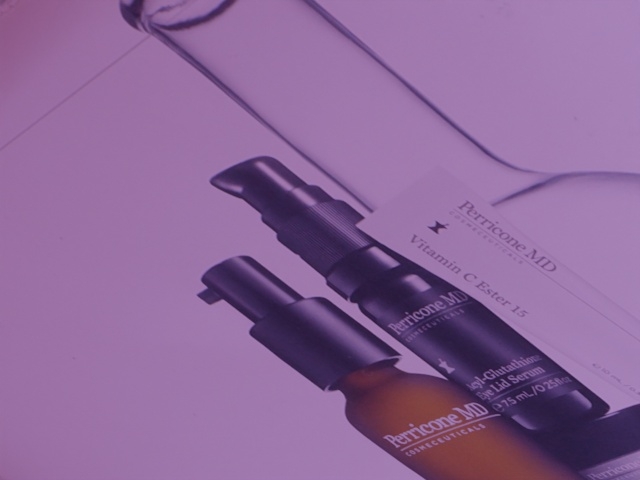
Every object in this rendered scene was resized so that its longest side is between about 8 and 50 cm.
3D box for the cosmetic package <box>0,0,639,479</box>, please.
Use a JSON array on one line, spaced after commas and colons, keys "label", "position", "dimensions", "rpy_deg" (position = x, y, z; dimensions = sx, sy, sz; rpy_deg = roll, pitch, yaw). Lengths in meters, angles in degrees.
[{"label": "cosmetic package", "position": [0.000, 0.000, 0.557], "dimensions": [0.284, 0.097, 0.377], "rpy_deg": [39, 138, -21]}]
